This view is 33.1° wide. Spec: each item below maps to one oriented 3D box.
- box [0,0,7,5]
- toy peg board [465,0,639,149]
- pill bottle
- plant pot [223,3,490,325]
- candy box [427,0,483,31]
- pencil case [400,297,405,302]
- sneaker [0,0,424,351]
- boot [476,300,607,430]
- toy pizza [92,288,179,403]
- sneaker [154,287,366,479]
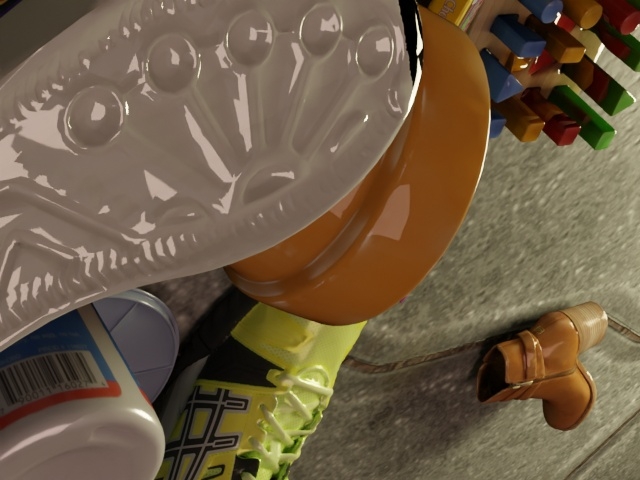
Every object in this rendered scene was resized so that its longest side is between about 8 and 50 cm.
[{"bbox_3d":[-0.224,-0.085,0.562,0.179,0.043,0.105,-31,145,-6],"label":"box"},{"bbox_3d":[0.186,-0.140,0.833,0.160,0.079,0.161,-9,136,-35],"label":"toy peg board"},{"bbox_3d":[-0.186,0.056,0.599,0.124,0.221,0.124,-23,142,-20],"label":"pill bottle"},{"bbox_3d":[-0.039,-0.072,0.625,0.188,0.205,0.205,21,116,-34],"label":"plant pot"},{"bbox_3d":[0.079,-0.137,0.742,0.206,0.027,0.105,-60,177,29],"label":"candy box"},{"bbox_3d":[0.000,0.000,0.765,0.064,0.151,0.070,-49,121,-9],"label":"pencil case"},{"bbox_3d":[-0.146,-0.056,0.454,0.322,0.236,0.130,-31,126,-26],"label":"sneaker"},{"bbox_3d":[0.245,0.164,1.245,0.152,0.073,0.197,-19,129,-27],"label":"boot"},{"bbox_3d":[-0.201,0.101,0.805,0.201,0.032,0.201,-23,142,-19],"label":"toy pizza"},{"bbox_3d":[-0.064,0.175,0.901,0.385,0.147,0.145,-53,141,9],"label":"sneaker"}]
